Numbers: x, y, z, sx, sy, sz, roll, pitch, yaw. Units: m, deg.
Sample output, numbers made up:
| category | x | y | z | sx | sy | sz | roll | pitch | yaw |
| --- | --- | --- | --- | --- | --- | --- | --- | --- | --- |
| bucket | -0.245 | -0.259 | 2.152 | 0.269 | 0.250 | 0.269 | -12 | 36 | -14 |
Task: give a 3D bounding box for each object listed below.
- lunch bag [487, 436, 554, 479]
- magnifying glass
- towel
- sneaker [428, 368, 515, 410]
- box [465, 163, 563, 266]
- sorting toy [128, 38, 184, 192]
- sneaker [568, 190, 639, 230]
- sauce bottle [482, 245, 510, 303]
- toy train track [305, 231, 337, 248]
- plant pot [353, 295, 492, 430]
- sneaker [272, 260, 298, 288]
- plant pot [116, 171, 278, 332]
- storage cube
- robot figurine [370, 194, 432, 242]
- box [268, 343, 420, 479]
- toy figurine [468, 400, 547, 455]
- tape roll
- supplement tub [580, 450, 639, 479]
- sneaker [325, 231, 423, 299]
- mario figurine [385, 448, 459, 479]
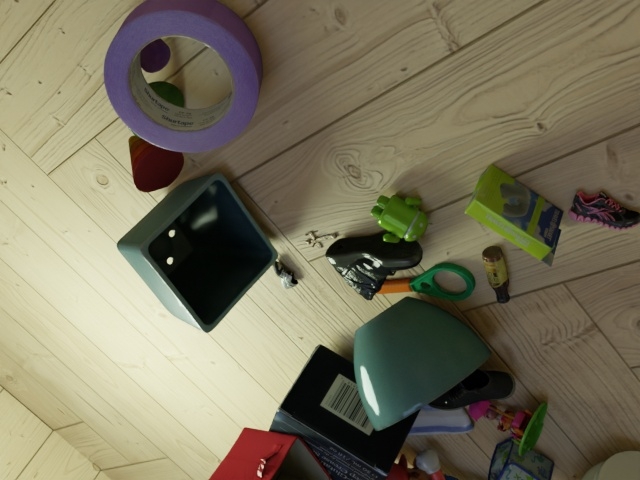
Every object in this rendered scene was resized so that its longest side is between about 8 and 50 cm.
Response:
| category | x | y | z | sx | sy | sz | roll | pitch | yaw |
| --- | --- | --- | --- | --- | --- | --- | --- | --- | --- |
| lunch bag | 0.467 | 0.559 | 1.903 | 0.128 | 0.151 | 0.096 | 35 | 140 | -3 |
| magnifying glass | 0.214 | 0.091 | 1.692 | 0.230 | 0.026 | 0.092 | -9 | 126 | 35 |
| towel | 0.226 | 0.373 | 1.957 | 0.209 | 0.034 | 0.285 | -13 | 123 | 39 |
| sneaker | 0.303 | 0.318 | 1.779 | 0.222 | 0.083 | 0.118 | -21 | 151 | 35 |
| box | 0.347 | -0.044 | 1.406 | 0.178 | 0.109 | 0.042 | 33 | 138 | -1 |
| sorting toy | -0.362 | -0.272 | 1.646 | 0.126 | 0.127 | 0.366 | 45 | 145 | 32 |
| sneaker | 0.483 | -0.055 | 1.368 | 0.119 | 0.047 | 0.057 | 11 | 124 | 20 |
| sauce bottle | 0.345 | 0.069 | 1.573 | 0.042 | 0.042 | 0.128 | 0 | 129 | 31 |
| toy train track | 0.000 | 0.000 | 1.736 | 0.083 | 0.014 | 0.048 | -14 | 122 | 39 |
| plant pot | 0.181 | 0.234 | 1.689 | 0.195 | 0.290 | 0.290 | 56 | 139 | 8 |
| sneaker | -0.080 | 0.074 | 1.852 | 0.036 | 0.032 | 0.083 | -16 | 127 | 25 |
| plant pot | -0.301 | 0.019 | 1.777 | 0.252 | 0.248 | 0.247 | 4 | 135 | 50 |
| storage cube | -0.119 | 0.574 | 1.901 | 0.193 | 0.184 | 0.215 | -4 | 129 | 44 |
| robot figurine | 0.155 | -0.043 | 1.557 | 0.115 | 0.067 | 0.101 | 30 | 110 | 3 |
| box | 0.033 | 0.491 | 2.021 | 0.293 | 0.212 | 0.395 | 30 | 145 | 8 |
| toy figurine | 0.414 | 0.395 | 1.831 | 0.159 | 0.130 | 0.173 | 25 | 166 | 28 |
| tape roll | -0.244 | -0.298 | 1.456 | 0.274 | 0.090 | 0.275 | 1 | 126 | 1 |
| supplement tub | 0.658 | 0.638 | 1.796 | 0.241 | 0.241 | 0.331 | 22 | 138 | 11 |
| sneaker | 0.128 | 0.055 | 1.661 | 0.227 | 0.087 | 0.130 | -6 | 129 | 40 |
| mario figurine | 0.319 | 0.630 | 2.122 | 0.320 | 0.170 | 0.198 | 14 | 101 | 4 |
